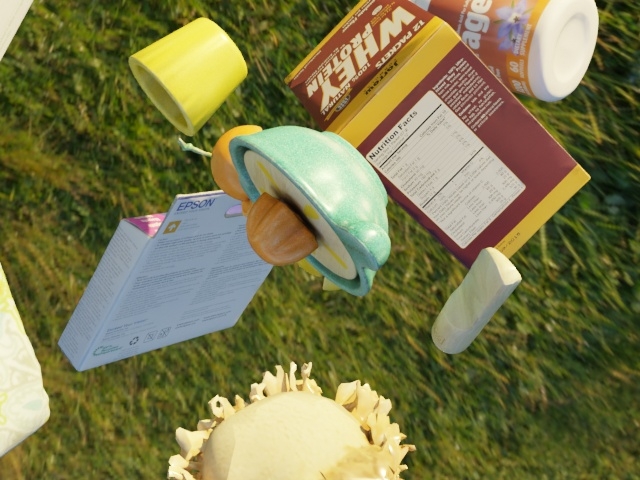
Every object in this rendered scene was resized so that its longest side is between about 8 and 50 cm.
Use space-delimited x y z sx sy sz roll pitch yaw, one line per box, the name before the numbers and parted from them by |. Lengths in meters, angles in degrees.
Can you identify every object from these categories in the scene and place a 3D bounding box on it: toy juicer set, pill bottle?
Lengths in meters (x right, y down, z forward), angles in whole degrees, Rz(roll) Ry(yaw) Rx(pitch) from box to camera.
toy juicer set | 0.000 0.000 0.744 0.089 0.329 0.209 -42 148 -13
pill bottle | 0.178 -0.232 1.173 0.121 0.216 0.121 -28 129 -41

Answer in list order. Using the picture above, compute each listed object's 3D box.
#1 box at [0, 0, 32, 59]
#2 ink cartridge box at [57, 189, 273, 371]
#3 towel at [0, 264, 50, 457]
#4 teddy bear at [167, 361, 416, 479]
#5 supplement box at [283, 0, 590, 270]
box | -0.333 -0.215 0.971 0.101 0.087 0.102 -62 148 -3
ink cartridge box | -0.174 0.023 1.529 0.071 0.324 0.330 46 121 23
towel | -0.442 0.092 1.069 0.090 0.320 0.374 -5 108 36
teddy bear | 0.048 0.189 0.338 0.338 0.245 0.113 27 138 6
supplement box | 0.095 -0.100 0.953 0.129 0.191 0.194 -45 115 7
